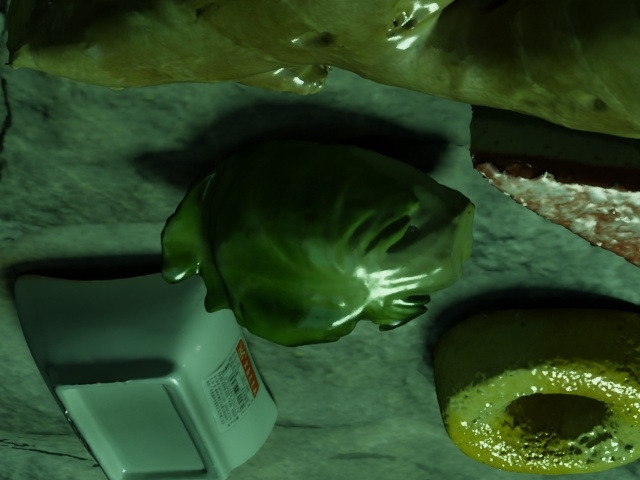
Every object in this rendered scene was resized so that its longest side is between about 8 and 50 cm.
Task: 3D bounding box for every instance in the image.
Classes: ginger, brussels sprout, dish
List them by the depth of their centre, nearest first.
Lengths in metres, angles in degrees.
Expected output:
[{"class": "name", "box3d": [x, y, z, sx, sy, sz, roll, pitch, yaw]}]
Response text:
[{"class": "ginger", "box3d": [0.026, -0.128, 0.856, 0.363, 0.122, 0.348, 29, 150, -9]}, {"class": "brussels sprout", "box3d": [0.000, 0.002, 1.095, 0.181, 0.100, 0.139, 6, 132, 27]}, {"class": "dish", "box3d": [-0.122, 0.107, 1.265, 0.151, 0.077, 0.212, -3, 144, 11]}]

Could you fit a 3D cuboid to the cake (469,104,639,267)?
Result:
[{"class": "cake", "box3d": [0.182, -0.026, 1.037, 0.220, 0.086, 0.116, 7, 143, -5]}]

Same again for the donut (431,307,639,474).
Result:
[{"class": "donut", "box3d": [0.165, 0.109, 1.248, 0.178, 0.065, 0.162, -4, 144, 13]}]
